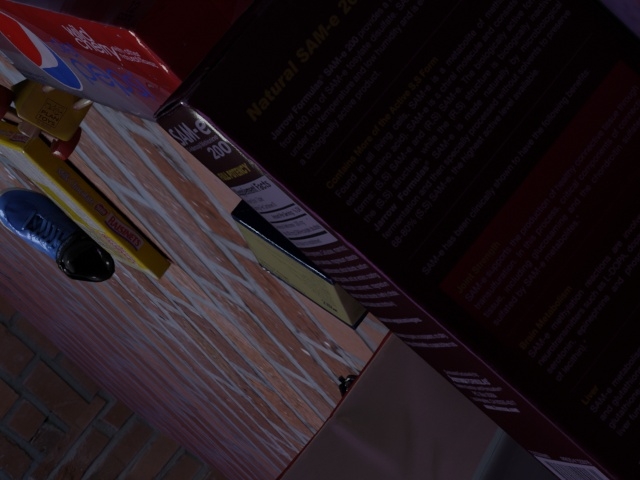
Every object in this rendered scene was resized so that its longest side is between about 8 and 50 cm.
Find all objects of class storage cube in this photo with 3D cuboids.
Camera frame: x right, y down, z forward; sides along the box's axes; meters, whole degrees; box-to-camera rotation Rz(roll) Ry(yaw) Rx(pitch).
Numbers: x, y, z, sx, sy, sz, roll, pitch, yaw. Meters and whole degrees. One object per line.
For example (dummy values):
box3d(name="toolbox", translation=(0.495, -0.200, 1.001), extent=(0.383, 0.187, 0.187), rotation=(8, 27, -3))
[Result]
box3d(name="storage cube", translation=(0.078, 0.204, 1.285), extent=(0.215, 0.183, 0.193), rotation=(36, 167, 14))

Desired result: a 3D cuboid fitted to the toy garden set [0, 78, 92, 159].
box3d(name="toy garden set", translation=(-0.211, -0.142, 1.123), extent=(0.204, 0.049, 0.244), rotation=(28, 153, -24))

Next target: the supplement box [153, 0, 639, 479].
box3d(name="supplement box", translation=(0.072, -0.016, 0.634), extent=(0.239, 0.130, 0.073), rotation=(42, 168, -10))

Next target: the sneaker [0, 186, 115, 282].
box3d(name="sneaker", translation=(-0.294, -0.005, 1.915), extent=(0.152, 0.058, 0.084), rotation=(40, 174, -22))

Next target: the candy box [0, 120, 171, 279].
box3d(name="candy box", translation=(-0.244, -0.041, 1.720), extent=(0.206, 0.027, 0.105), rotation=(47, 163, -33))

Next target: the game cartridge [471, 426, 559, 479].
box3d(name="game cartridge", translation=(0.207, 0.215, 0.958), extent=(0.294, 0.196, 0.060), rotation=(39, 131, -1))

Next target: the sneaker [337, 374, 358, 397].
box3d(name="sneaker", translation=(0.046, 0.145, 1.508), extent=(0.069, 0.038, 0.098), rotation=(46, 166, -34))

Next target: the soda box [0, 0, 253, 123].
box3d(name="soda box", translation=(-0.102, -0.123, 0.871), extent=(0.092, 0.083, 0.263), rotation=(46, 165, -33))

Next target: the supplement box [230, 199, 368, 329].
box3d(name="supplement box", translation=(0.000, 0.000, 1.077), extent=(0.083, 0.056, 0.083), rotation=(34, 166, 24))
